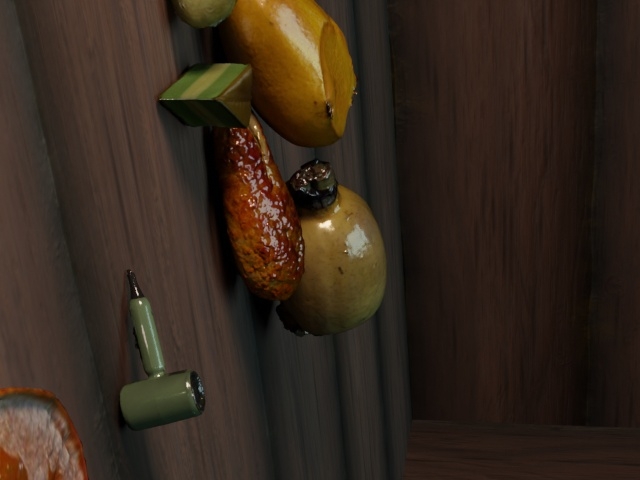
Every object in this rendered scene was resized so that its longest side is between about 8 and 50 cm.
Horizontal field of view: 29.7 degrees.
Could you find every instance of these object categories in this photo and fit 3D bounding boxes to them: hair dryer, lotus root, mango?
[{"bbox_3d":[-0.160,0.099,1.134,0.047,0.071,0.150,23,52,-80],"label":"hair dryer"},{"bbox_3d":[0.000,0.000,1.624,0.310,0.182,0.183,80,15,-48],"label":"lotus root"},{"bbox_3d":[-0.051,-0.235,1.448,0.257,0.138,0.187,59,18,-45],"label":"mango"},{"bbox_3d":[-0.122,-0.310,1.238,0.090,0.077,0.183,-80,170,-71],"label":"lotus root"}]

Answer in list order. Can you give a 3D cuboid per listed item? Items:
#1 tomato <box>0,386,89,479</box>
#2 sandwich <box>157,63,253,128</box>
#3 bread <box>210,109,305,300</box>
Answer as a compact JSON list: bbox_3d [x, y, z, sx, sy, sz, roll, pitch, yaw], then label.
[{"bbox_3d":[-0.213,0.234,0.615,0.338,0.143,0.338,-1,90,-84],"label":"tomato"},{"bbox_3d":[-0.121,-0.167,1.268,0.116,0.074,0.074,39,54,-75],"label":"sandwich"},{"bbox_3d":[-0.076,-0.048,1.465,0.139,0.095,0.269,-82,165,-70],"label":"bread"}]
